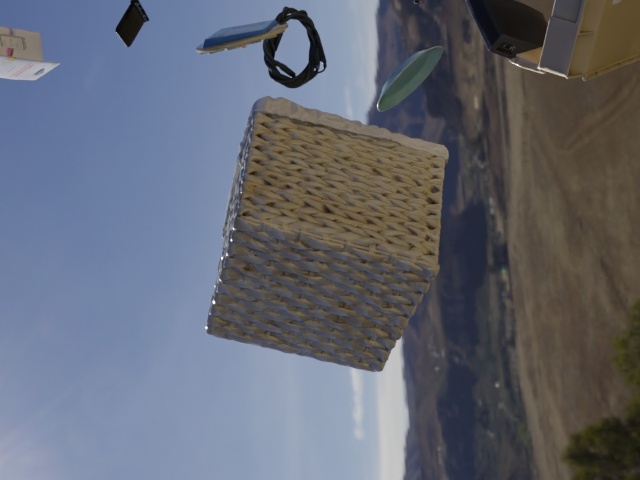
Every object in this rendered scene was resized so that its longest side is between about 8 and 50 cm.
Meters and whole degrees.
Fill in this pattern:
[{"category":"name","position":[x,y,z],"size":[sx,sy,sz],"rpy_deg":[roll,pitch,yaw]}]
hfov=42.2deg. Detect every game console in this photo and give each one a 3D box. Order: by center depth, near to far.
[{"category":"game console","position":[-0.402,-0.475,1.710],"size":[0.107,0.071,0.122],"rpy_deg":[63,177,3]}]

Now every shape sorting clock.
[{"category":"shape sorting clock","position":[-0.169,-0.436,1.788],"size":[0.206,0.206,0.040],"rpy_deg":[-76,-23,-66]}]

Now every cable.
[{"category":"cable","position":[-0.068,-0.455,1.947],"size":[0.047,0.151,0.184],"rpy_deg":[38,150,60]}]

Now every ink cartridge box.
[{"category":"ink cartridge box","position":[-0.644,-0.380,1.678],"size":[0.198,0.115,0.067],"rpy_deg":[-2,-100,-49]}]

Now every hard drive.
[{"category":"hard drive","position":[0.470,-0.504,1.982],"size":[0.255,0.054,0.171],"rpy_deg":[2,-120,-39]}]

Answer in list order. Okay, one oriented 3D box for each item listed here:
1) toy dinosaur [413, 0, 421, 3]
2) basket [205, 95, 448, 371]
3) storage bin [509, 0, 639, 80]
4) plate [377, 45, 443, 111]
[{"category":"toy dinosaur","position":[0.281,-0.809,2.217],"size":[0.200,0.127,0.295],"rpy_deg":[55,160,32]},{"category":"basket","position":[0.000,0.000,1.338],"size":[0.328,0.332,0.266],"rpy_deg":[111,171,-47]},{"category":"storage bin","position":[0.406,-0.387,1.203],"size":[0.260,0.123,0.262],"rpy_deg":[-24,-48,-41]},{"category":"plate","position":[0.185,-0.350,1.766],"size":[0.024,0.188,0.188],"rpy_deg":[48,-178,11]}]
